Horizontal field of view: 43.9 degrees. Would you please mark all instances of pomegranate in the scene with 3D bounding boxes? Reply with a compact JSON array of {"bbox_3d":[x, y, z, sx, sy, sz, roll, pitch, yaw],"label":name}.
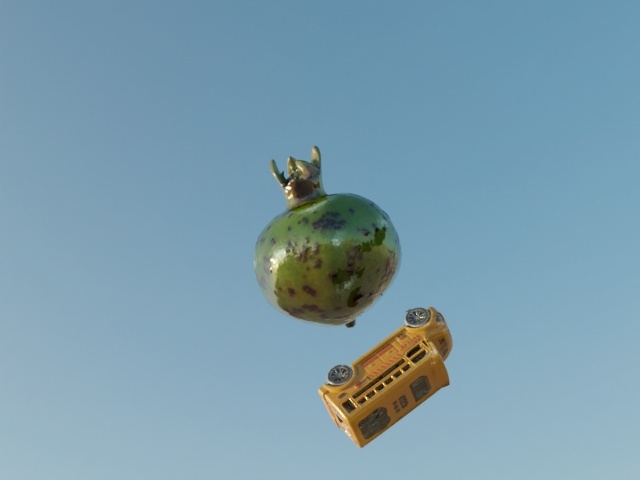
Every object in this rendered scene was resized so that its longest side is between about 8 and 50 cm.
[{"bbox_3d":[0.000,0.000,1.108,0.211,0.263,0.211,-21,1,1],"label":"pomegranate"}]

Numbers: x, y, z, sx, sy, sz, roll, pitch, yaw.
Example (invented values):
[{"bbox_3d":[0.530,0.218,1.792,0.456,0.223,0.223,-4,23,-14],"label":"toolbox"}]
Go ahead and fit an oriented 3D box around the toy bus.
[{"bbox_3d":[0.083,0.146,0.856,0.162,0.074,0.070,-34,-51,-13],"label":"toy bus"}]
